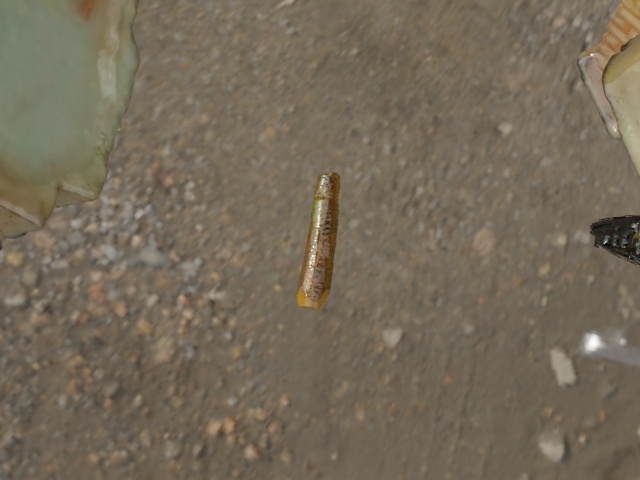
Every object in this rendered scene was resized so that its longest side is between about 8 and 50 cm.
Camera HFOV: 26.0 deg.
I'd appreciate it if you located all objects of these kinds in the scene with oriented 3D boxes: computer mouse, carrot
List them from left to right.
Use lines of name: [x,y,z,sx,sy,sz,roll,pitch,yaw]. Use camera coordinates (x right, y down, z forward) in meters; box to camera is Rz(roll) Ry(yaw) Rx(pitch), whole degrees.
carrot: [0.000,0.000,1.698,0.042,0.042,0.171,5,83,18]
computer mouse: [0.452,0.007,1.831,0.146,0.241,0.078,25,91,-29]

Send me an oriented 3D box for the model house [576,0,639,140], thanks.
model house: [0.286,-0.137,0.969,0.166,0.183,0.172,51,149,17]

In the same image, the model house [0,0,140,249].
model house: [-0.298,-0.155,1.041,0.245,0.312,0.280,28,156,-37]

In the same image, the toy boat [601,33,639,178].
toy boat: [0.176,-0.036,0.529,0.061,0.116,0.188,-19,144,42]
